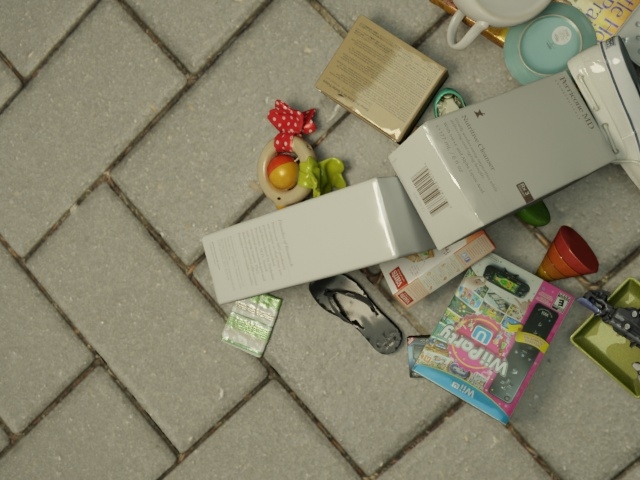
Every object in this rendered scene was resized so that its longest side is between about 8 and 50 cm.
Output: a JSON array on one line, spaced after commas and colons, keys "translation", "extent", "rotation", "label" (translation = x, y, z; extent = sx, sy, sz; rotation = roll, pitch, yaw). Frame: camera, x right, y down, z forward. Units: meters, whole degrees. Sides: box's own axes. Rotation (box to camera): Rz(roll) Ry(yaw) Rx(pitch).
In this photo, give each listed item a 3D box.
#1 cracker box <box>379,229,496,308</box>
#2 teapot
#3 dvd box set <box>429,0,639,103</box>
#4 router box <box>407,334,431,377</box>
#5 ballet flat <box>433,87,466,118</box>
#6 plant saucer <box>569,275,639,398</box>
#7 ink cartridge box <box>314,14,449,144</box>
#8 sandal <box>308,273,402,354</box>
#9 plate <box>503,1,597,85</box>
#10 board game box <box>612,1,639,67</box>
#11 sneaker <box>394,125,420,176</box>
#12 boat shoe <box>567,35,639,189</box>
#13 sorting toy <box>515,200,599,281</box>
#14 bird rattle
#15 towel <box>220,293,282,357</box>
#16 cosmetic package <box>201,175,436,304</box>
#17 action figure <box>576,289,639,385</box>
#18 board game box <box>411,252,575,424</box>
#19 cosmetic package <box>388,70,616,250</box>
[{"translation": [0.241, 0.022, 1.522], "extent": [0.232, 0.155, 0.067], "rotation": [-37, 126, 11], "label": "cracker box"}, {"translation": [0.351, -0.549, 1.417], "extent": [0.256, 0.187, 0.252], "rotation": [-26, 113, -3], "label": "teapot"}, {"translation": [0.489, -0.538, 1.502], "extent": [0.420, 0.062, 0.307], "rotation": [38, 100, 10], "label": "dvd box set"}, {"translation": [0.258, 0.260, 1.582], "extent": [0.122, 0.038, 0.092], "rotation": [-5, 90, 13], "label": "router box"}, {"translation": [0.296, -0.216, 1.540], "extent": [0.083, 0.087, 0.247], "rotation": [-13, 88, 13], "label": "ballet flat"}, {"translation": [0.659, 0.202, 1.484], "extent": [0.188, 0.045, 0.188], "rotation": [42, 100, 9], "label": "plant saucer"}, {"translation": [0.138, -0.357, 1.574], "extent": [0.235, 0.088, 0.193], "rotation": [36, 100, 9], "label": "ink cartridge box"}, {"translation": [0.083, 0.159, 1.612], "extent": [0.254, 0.054, 0.097], "rotation": [37, 99, 10], "label": "sandal"}, {"translation": [0.479, -0.406, 1.464], "extent": [0.188, 0.024, 0.188], "rotation": [1, 92, 16], "label": "plate"}, {"translation": [0.846, -0.434, 1.392], "extent": [0.390, 0.050, 0.390], "rotation": [37, 99, -1], "label": "board game box"}, {"translation": [0.216, -0.153, 1.576], "extent": [0.086, 0.064, 0.192], "rotation": [21, 96, 4], "label": "sneaker"}, {"translation": [0.591, -0.218, 1.429], "extent": [0.156, 0.136, 0.367], "rotation": [-18, 115, 33], "label": "boat shoe"}, {"translation": [0.421, -0.035, 1.502], "extent": [0.365, 0.127, 0.126], "rotation": [44, 123, -1], "label": "sorting toy"}, {"translation": [-0.071, -0.183, 1.611], "extent": [0.207, 0.143, 0.253], "rotation": [-40, 79, 27], "label": "bird rattle"}, {"translation": [-0.166, 0.192, 1.691], "extent": [0.113, 0.023, 0.152], "rotation": [22, 94, 10], "label": "towel"}, {"translation": [0.000, 0.000, 1.470], "extent": [0.453, 0.230, 0.161], "rotation": [-16, 87, 33], "label": "cosmetic package"}, {"translation": [0.694, 0.153, 1.366], "extent": [0.341, 0.178, 0.330], "rotation": [27, 86, 8], "label": "action figure"}, {"translation": [0.366, 0.202, 1.497], "extent": [0.224, 0.097, 0.303], "rotation": [29, 85, 12], "label": "board game box"}, {"translation": [0.350, -0.158, 1.341], "extent": [0.385, 0.156, 0.217], "rotation": [-26, 83, -27], "label": "cosmetic package"}]
